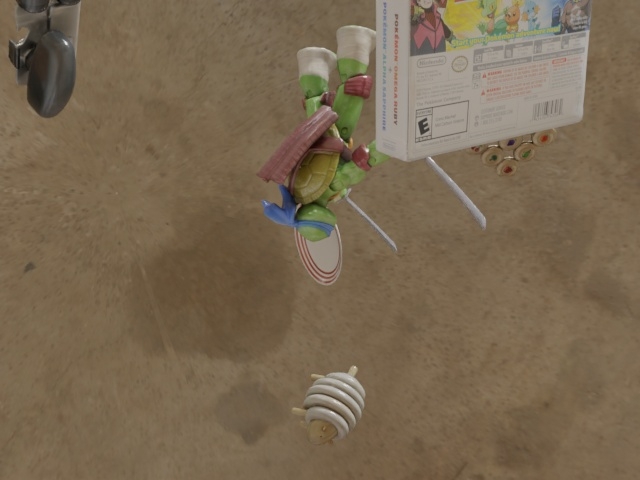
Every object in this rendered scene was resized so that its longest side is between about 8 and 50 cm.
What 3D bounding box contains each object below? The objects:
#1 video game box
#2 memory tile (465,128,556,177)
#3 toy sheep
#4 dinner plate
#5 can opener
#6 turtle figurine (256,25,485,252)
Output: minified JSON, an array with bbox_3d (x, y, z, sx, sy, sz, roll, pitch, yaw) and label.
[{"bbox_3d":[0.133,-0.173,0.683,0.205,0.048,0.187,-15,118,-32],"label":"video game box"},{"bbox_3d":[0.269,-0.156,1.274,0.148,0.012,0.113,29,124,-31],"label":"memory tile"},{"bbox_3d":[0.018,0.224,1.185,0.091,0.091,0.132,37,56,-13],"label":"toy sheep"},{"bbox_3d":[0.000,0.000,1.342,0.017,0.141,0.141,-12,96,-28],"label":"dinner plate"},{"bbox_3d":[-0.265,-0.252,0.870,0.074,0.280,0.093,-28,63,-36],"label":"can opener"},{"bbox_3d":[0.056,-0.122,1.126,0.274,0.198,0.266,1,79,-3],"label":"turtle figurine"}]
